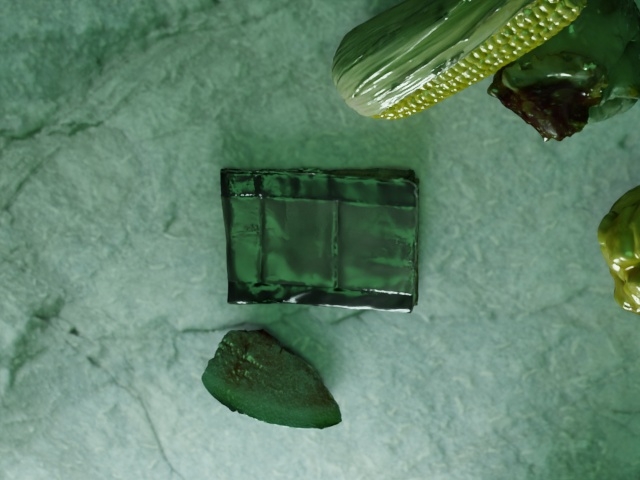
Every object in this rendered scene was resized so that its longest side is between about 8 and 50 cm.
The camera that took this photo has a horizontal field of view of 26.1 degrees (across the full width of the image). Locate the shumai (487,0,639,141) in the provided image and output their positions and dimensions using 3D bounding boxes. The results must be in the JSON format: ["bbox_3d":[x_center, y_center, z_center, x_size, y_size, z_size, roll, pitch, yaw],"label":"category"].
[{"bbox_3d":[0.258,-0.198,1.441,0.184,0.142,0.184,3,112,7],"label":"shumai"}]

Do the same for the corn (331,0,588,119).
[{"bbox_3d":[0.140,-0.222,1.418,0.123,0.122,0.305,20,144,-40],"label":"corn"}]

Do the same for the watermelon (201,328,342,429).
[{"bbox_3d":[-0.057,0.173,1.651,0.180,0.081,0.094,37,94,-21],"label":"watermelon"}]

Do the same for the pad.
[{"bbox_3d":[0.000,0.000,1.609,0.233,0.022,0.174,1,109,10],"label":"pad"}]

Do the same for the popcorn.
[{"bbox_3d":[0.390,0.029,1.475,0.203,0.226,0.200,-16,86,44],"label":"popcorn"}]
